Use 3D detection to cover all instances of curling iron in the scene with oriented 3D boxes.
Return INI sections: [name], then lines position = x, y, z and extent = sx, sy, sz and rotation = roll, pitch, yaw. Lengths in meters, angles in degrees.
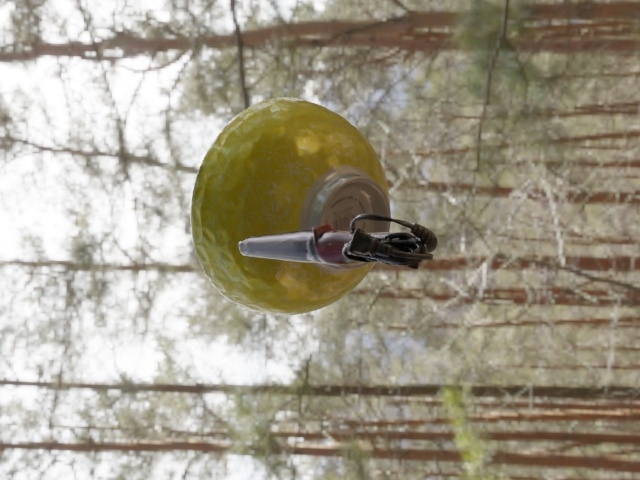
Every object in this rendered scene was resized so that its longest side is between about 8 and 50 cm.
[curling iron]
position = 0.000, 0.000, 0.751
extent = 0.274, 0.068, 0.035
rotation = 1, 76, 60

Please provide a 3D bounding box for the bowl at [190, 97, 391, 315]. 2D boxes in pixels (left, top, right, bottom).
[bowl]
position = -0.004, -0.033, 1.141
extent = 0.156, 0.289, 0.289
rotation = 14, 105, 50
